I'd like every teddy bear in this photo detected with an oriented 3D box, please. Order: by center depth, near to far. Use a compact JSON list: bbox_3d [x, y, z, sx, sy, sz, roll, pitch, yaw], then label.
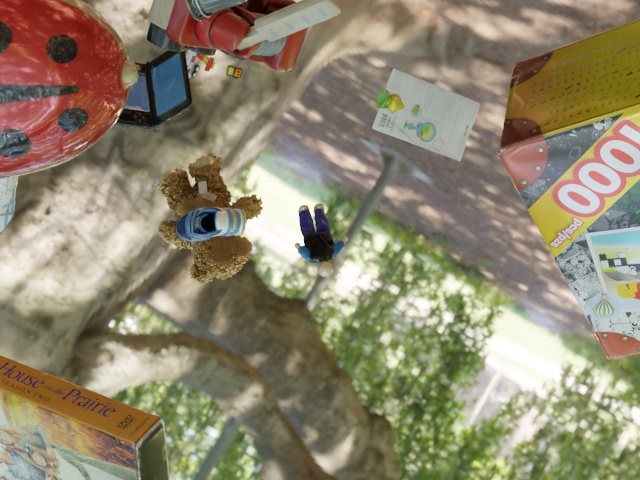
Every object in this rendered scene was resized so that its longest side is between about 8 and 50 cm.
[{"bbox_3d":[-0.261,-0.052,2.150,0.338,0.245,0.113,46,162,24],"label":"teddy bear"}]

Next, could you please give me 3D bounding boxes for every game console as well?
[{"bbox_3d":[-0.297,-0.271,1.587,0.124,0.144,0.085,5,146,-27],"label":"game console"}]

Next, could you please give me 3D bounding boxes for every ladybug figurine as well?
[{"bbox_3d":[-0.497,-0.230,1.365,0.449,0.305,0.162,-9,-159,-5],"label":"ladybug figurine"}]

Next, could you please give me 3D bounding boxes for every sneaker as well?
[{"bbox_3d":[-0.182,-0.027,1.437,0.144,0.053,0.059,-9,175,41],"label":"sneaker"},{"bbox_3d":[-0.663,-0.122,1.903,0.085,0.237,0.086,17,-177,18],"label":"sneaker"}]

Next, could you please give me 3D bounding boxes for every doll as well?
[{"bbox_3d":[0.000,0.000,2.164,0.129,0.189,0.046,-5,146,-10],"label":"doll"}]

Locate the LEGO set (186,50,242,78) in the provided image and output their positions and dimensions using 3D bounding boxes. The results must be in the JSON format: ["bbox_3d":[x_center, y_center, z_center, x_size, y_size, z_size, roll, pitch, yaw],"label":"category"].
[{"bbox_3d":[-0.217,-0.414,1.764,0.182,0.244,0.060,-14,172,37],"label":"LEGO set"}]

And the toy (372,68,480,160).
[{"bbox_3d":[0.227,-0.278,2.050,0.237,0.137,0.056,16,-174,-28],"label":"toy"}]

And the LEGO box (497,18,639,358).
[{"bbox_3d":[0.513,-0.090,1.068,0.500,0.193,0.372,-16,125,31],"label":"LEGO box"}]

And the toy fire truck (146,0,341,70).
[{"bbox_3d":[-0.076,-0.295,1.254,0.246,0.159,0.217,34,-157,29],"label":"toy fire truck"}]

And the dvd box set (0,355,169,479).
[{"bbox_3d":[-0.388,0.307,1.263,0.420,0.308,0.062,16,-148,24],"label":"dvd box set"}]

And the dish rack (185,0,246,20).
[{"bbox_3d":[-0.102,-0.394,1.022,0.074,0.272,0.208,-3,129,18],"label":"dish rack"}]
